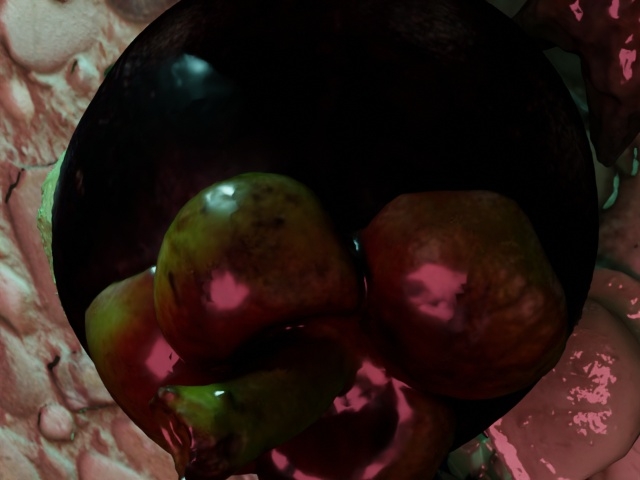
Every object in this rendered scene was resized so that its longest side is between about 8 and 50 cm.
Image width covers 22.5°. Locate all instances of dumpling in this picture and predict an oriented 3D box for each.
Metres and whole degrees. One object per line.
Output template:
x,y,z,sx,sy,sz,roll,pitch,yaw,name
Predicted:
0.193,0.105,1.269,0.150,0.092,0.176,36,128,12,dumpling

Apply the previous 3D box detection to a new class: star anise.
0.241,-0.187,1.080,0.315,0.108,0.315,14,114,35,star anise

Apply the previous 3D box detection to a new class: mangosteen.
0.000,0.000,1.076,0.382,0.435,0.382,1,104,4,mangosteen

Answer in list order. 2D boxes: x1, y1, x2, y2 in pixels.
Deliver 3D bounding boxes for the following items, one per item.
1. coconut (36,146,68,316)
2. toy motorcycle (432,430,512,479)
-0.127,-0.004,1.374,0.236,0.236,0.204,-19,135,40,coconut
0.066,0.172,1.326,0.331,0.196,0.125,50,130,6,toy motorcycle
